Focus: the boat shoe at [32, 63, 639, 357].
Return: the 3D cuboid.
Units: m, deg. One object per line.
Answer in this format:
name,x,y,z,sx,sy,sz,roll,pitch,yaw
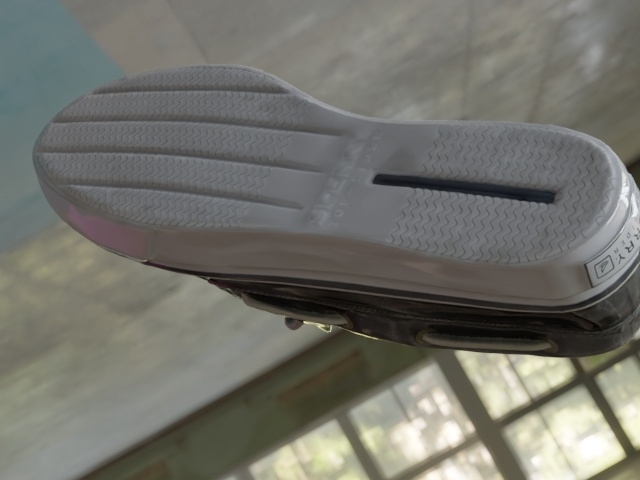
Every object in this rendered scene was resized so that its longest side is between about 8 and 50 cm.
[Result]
boat shoe,0.000,0.000,0.718,0.121,0.335,0.119,-56,143,-29
